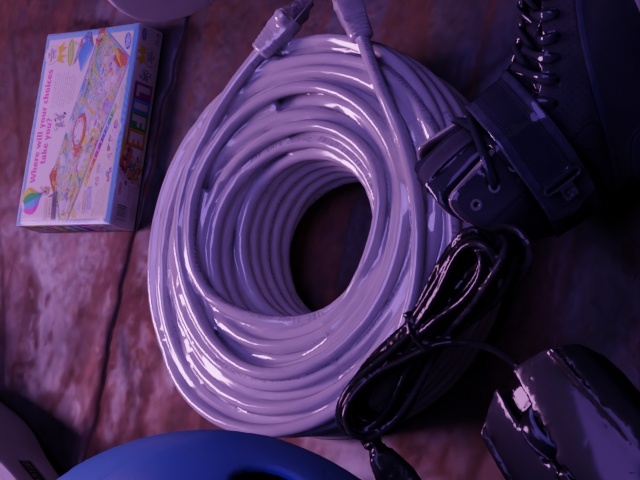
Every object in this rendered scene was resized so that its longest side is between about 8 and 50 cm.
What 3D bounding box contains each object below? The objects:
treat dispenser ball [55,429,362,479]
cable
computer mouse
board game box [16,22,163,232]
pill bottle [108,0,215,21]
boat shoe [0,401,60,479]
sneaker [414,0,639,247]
[{"bbox_3d":[-0.061,0.248,0.898,0.288,0.288,0.288,-12,70,36],"label":"treat dispenser ball"},{"bbox_3d":[0.000,0.000,1.052,0.257,0.089,0.257,-44,56,21],"label":"cable"},{"bbox_3d":[0.115,0.137,0.885,0.262,0.060,0.184,48,125,10],"label":"computer mouse"},{"bbox_3d":[-0.175,-0.083,1.254,0.103,0.026,0.154,0,78,39],"label":"board game box"},{"bbox_3d":[-0.175,-0.301,1.218,0.176,0.176,0.318,-51,52,15],"label":"pill bottle"},{"bbox_3d":[-0.232,0.182,1.191,0.219,0.077,0.070,44,104,36],"label":"boat shoe"},{"bbox_3d":[0.107,-0.098,0.885,0.163,0.226,0.086,-30,30,6],"label":"sneaker"}]
